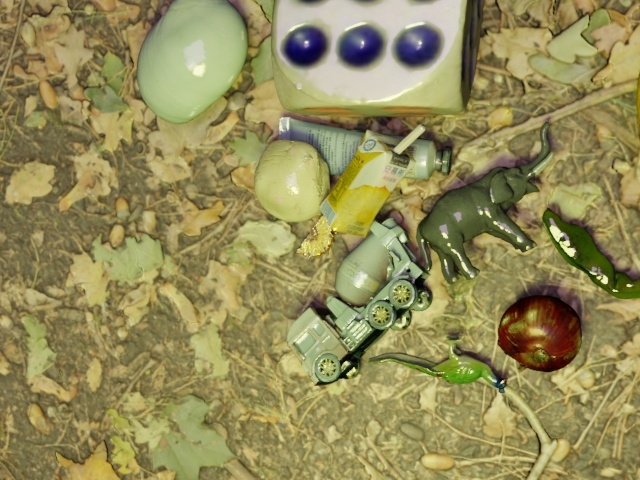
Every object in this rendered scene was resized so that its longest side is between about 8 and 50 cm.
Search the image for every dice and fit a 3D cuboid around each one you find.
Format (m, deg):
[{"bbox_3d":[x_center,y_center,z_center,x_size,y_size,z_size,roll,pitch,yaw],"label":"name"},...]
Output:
[{"bbox_3d":[0.086,-0.293,1.186,0.259,0.251,0.243,5,95,13],"label":"dice"}]

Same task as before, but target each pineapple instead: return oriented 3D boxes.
[{"bbox_3d":[0.000,0.000,1.351,0.045,0.019,0.083,37,103,14],"label":"pineapple"}]

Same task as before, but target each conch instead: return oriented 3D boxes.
[{"bbox_3d":[-0.214,-0.287,1.339,0.221,0.121,0.185,-53,53,16],"label":"conch"}]

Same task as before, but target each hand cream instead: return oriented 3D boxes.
[{"bbox_3d":[0.064,-0.135,1.308,0.271,0.058,0.091,6,108,16],"label":"hand cream"}]

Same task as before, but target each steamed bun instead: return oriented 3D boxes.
[{"bbox_3d":[-0.048,-0.084,1.300,0.112,0.091,0.130,9,130,21],"label":"steamed bun"}]

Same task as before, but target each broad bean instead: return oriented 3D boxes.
[{"bbox_3d":[0.397,0.028,1.243,0.195,0.046,0.061,33,109,11],"label":"broad bean"}]

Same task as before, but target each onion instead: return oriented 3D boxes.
[{"bbox_3d":[0.320,0.132,1.237,0.117,0.118,0.119,29,101,-13],"label":"onion"}]

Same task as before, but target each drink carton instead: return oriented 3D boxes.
[{"bbox_3d":[0.079,-0.101,1.235,0.200,0.084,0.074,-57,40,25],"label":"drink carton"}]

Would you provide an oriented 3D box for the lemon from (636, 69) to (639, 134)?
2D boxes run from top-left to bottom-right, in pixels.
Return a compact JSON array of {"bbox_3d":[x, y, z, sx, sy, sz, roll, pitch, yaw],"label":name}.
[{"bbox_3d":[0.541,-0.192,1.079,0.293,0.293,0.293,1,95,13],"label":"lemon"}]

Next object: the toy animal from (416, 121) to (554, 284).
[{"bbox_3d":[0.259,-0.040,1.251,0.269,0.082,0.137,-36,88,4],"label":"toy animal"}]

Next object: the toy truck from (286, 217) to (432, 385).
[{"bbox_3d":[0.058,0.095,1.304,0.257,0.108,0.140,-45,71,11],"label":"toy truck"}]

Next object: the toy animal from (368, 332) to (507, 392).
[{"bbox_3d":[0.181,0.176,1.311,0.217,0.041,0.075,11,104,16],"label":"toy animal"}]
